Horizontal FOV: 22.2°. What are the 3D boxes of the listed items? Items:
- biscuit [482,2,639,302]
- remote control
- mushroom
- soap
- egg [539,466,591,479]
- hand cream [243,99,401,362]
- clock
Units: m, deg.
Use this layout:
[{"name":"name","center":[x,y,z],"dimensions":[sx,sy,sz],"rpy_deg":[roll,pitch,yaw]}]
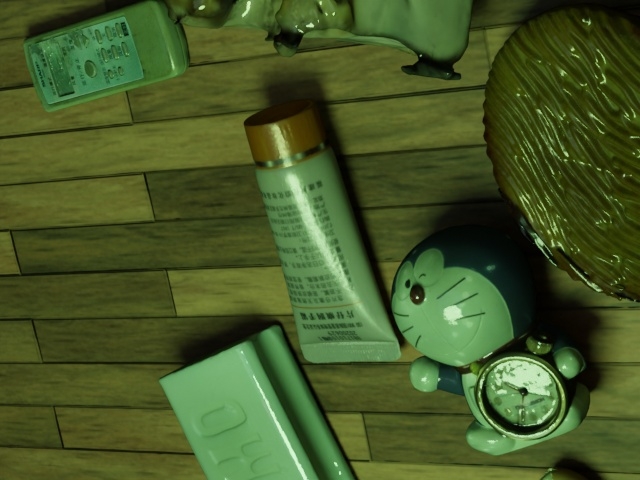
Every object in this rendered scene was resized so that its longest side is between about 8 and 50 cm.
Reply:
[{"name":"biscuit","center":[0.283,-0.081,1.610],"dimensions":[0.318,0.040,0.318],"rpy_deg":[29,135,34]},{"name":"remote control","center":[-0.261,-0.224,1.974],"dimensions":[0.233,0.038,0.098],"rpy_deg":[-10,100,36]},{"name":"mushroom","center":[0.011,-0.387,1.660],"dimensions":[0.314,0.224,0.397],"rpy_deg":[21,106,48]},{"name":"soap","center":[-0.068,0.253,1.985],"dimensions":[0.160,0.087,0.265],"rpy_deg":[-25,92,36]},{"name":"egg","center":[0.272,0.288,1.783],"dimensions":[0.083,0.071,0.071],"rpy_deg":[29,120,17]},{"name":"hand cream","center":[0.000,0.000,1.853],"dimensions":[0.140,0.089,0.314],"rpy_deg":[-1,110,35]},{"name":"clock","center":[0.173,0.101,1.738],"dimensions":[0.199,0.146,0.243],"rpy_deg":[-26,96,32]}]
